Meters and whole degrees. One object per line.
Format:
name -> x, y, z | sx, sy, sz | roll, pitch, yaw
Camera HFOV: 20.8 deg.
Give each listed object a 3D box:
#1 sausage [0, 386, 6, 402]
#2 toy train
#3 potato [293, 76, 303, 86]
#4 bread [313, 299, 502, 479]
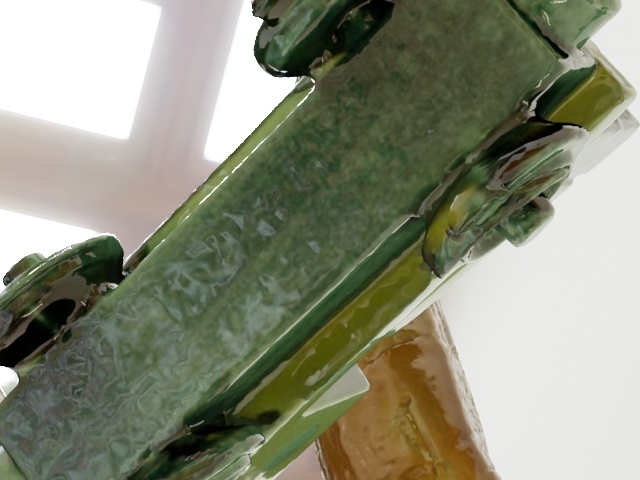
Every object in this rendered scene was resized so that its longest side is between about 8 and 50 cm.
sausage -> -0.213, 0.169, 1.027 | 0.347, 0.123, 0.123 | 53, -49, 37
toy train -> 0.000, 0.000, 0.863 | 0.397, 0.160, 0.253 | -44, 168, 19
potato -> 0.075, -0.096, 1.164 | 0.253, 0.186, 0.148 | 90, 6, -53
bread -> 0.066, 0.166, 1.465 | 0.337, 0.148, 0.328 | 66, 5, -59
